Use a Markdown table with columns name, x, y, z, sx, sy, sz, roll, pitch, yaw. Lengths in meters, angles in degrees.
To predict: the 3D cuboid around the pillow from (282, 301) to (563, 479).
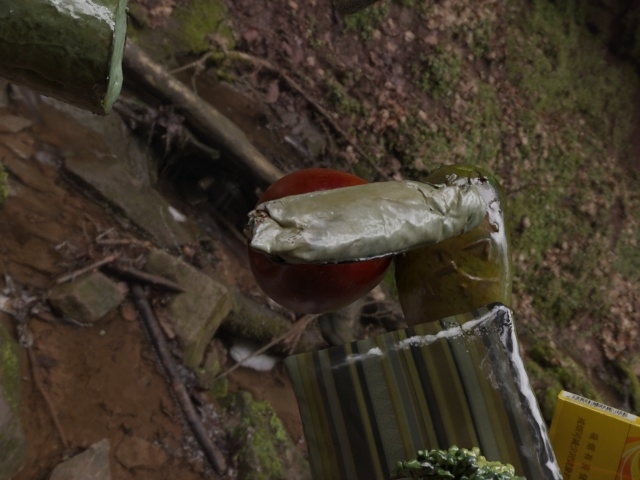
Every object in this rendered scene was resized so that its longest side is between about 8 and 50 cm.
| name | x | y | z | sx | sy | sz | roll | pitch | yaw |
| --- | --- | --- | --- | --- | --- | --- | --- | --- | --- |
| pillow | 0.090 | 0.177 | 0.532 | 0.052 | 0.212 | 0.208 | 60 | 16 | -75 |

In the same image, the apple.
| name | x | y | z | sx | sy | sz | roll | pitch | yaw |
| --- | --- | --- | --- | --- | --- | --- | --- | --- | --- |
| apple | 0.000 | 0.000 | 0.923 | 0.201 | 0.218 | 0.218 | 0 | 43 | -30 |

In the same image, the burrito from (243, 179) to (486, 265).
| name | x | y | z | sx | sy | sz | roll | pitch | yaw |
| --- | --- | --- | --- | --- | --- | --- | --- | --- | --- |
| burrito | 0.032 | -0.014 | 0.396 | 0.188 | 0.044 | 0.058 | -13 | 21 | -36 |

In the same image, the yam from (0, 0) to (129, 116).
| name | x | y | z | sx | sy | sz | roll | pitch | yaw |
| --- | --- | --- | --- | --- | --- | --- | --- | --- | --- |
| yam | -0.423 | -0.311 | 0.869 | 0.300 | 0.195 | 0.195 | 19 | 30 | -16 |

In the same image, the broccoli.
| name | x | y | z | sx | sy | sz | roll | pitch | yaw |
| --- | --- | --- | --- | --- | --- | --- | --- | --- | --- |
| broccoli | 0.065 | 0.145 | 0.312 | 0.092 | 0.095 | 0.097 | 13 | -2 | 27 |

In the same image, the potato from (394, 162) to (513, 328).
| name | x | y | z | sx | sy | sz | roll | pitch | yaw |
| --- | --- | --- | --- | --- | --- | --- | --- | --- | --- |
| potato | 0.186 | 0.038 | 0.876 | 0.141 | 0.298 | 0.176 | 5 | -1 | -30 |

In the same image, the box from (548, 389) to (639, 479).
| name | x | y | z | sx | sy | sz | roll | pitch | yaw |
| --- | --- | --- | --- | --- | --- | --- | --- | --- | --- |
| box | 0.439 | 0.320 | 0.822 | 0.269 | 0.152 | 0.043 | 15 | 12 | 31 |

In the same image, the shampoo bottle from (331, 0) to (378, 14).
| name | x | y | z | sx | sy | sz | roll | pitch | yaw |
| --- | --- | --- | --- | --- | --- | --- | --- | --- | --- |
| shampoo bottle | 0.084 | -0.315 | 0.680 | 0.064 | 0.208 | 0.057 | 10 | 81 | -31 |
